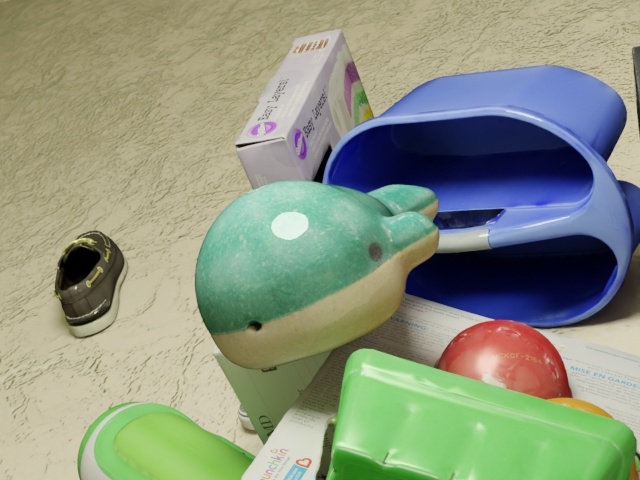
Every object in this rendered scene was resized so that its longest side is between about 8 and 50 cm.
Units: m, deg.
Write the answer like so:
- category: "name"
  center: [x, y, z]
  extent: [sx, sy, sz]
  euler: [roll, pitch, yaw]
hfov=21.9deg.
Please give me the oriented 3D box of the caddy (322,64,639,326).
- category: "caddy"
  center: [0.164, -0.035, 1.653]
  extent: [0.341, 0.241, 0.179]
  euler: [-3, 26, 36]

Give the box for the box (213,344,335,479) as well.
- category: "box"
  center: [0.011, 0.112, 1.563]
  extent: [0.119, 0.181, 0.182]
  euler: [-13, 29, 27]

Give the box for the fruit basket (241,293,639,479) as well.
- category: "fruit basket"
  center: [0.145, 0.163, 1.360]
  extent: [0.327, 0.165, 0.353]
  euler: [15, 22, 14]

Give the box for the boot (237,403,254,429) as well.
- category: "boot"
  center: [-0.021, 0.109, 1.702]
  extent: [0.190, 0.086, 0.069]
  euler: [-37, 29, -26]

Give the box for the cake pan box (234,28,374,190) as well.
- category: "cake pan box"
  center: [0.005, -0.068, 1.833]
  extent: [0.070, 0.246, 0.267]
  euler: [-12, 28, 23]

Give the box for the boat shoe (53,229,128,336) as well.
- category: "boat shoe"
  center: [-0.292, 0.036, 2.079]
  extent: [0.081, 0.069, 0.228]
  euler: [-22, 26, 4]

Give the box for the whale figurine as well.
- category: "whale figurine"
  center: [0.000, 0.000, 1.407]
  extent: [0.216, 0.141, 0.272]
  euler: [-19, 13, 35]

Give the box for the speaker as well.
- category: "speaker"
  center: [-0.110, 0.237, 1.492]
  extent: [0.131, 0.131, 0.296]
  euler: [-35, 28, -22]

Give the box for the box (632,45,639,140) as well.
- category: "box"
  center: [0.370, -0.041, 1.444]
  extent: [0.165, 0.143, 0.270]
  euler: [-8, 52, 10]
